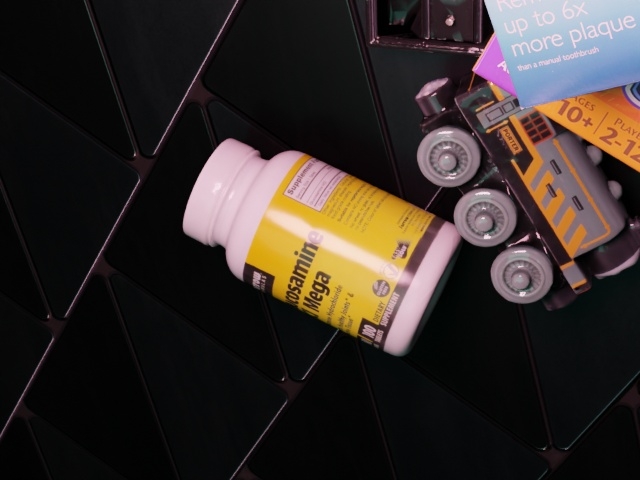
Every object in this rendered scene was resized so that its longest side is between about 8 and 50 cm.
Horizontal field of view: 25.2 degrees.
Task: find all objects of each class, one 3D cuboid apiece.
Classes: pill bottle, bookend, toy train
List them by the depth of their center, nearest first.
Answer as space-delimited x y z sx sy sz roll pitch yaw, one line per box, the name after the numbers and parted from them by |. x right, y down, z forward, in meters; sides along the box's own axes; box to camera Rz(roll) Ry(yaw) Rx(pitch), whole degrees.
0.136 -0.307 1.695 0.157 0.072 0.156 9 120 19 | bookend
0.254 -0.072 1.743 0.190 0.142 0.334 -28 104 23 | toy train
0.000 0.000 1.855 0.334 0.188 0.188 26 124 9 | pill bottle

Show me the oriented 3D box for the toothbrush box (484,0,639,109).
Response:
0.236 -0.285 1.198 0.216 0.126 0.295 -10 110 29 | toothbrush box

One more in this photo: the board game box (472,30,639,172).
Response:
0.425 -0.276 1.413 0.356 0.356 0.356 32 125 5 | board game box
